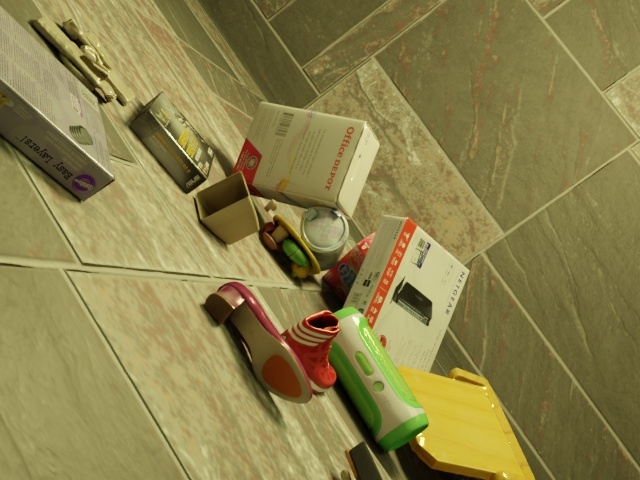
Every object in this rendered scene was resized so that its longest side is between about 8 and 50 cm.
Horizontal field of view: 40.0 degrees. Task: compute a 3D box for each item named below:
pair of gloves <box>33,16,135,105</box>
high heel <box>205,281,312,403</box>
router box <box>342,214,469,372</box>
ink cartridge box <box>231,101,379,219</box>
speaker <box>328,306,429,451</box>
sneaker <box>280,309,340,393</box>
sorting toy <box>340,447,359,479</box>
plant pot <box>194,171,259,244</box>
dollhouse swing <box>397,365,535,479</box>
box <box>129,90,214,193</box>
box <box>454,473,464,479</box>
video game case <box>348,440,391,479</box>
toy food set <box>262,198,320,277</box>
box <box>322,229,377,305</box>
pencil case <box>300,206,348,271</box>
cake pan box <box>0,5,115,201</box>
[{"bbox_3d":[-0.449,-0.355,1.722,0.204,0.042,0.240,53,9,-6],"label":"pair of gloves"},{"bbox_3d":[-0.090,0.169,1.483,0.244,0.082,0.117,42,18,8],"label":"high heel"},{"bbox_3d":[0.207,0.151,2.184,0.082,0.335,0.301,9,-20,47],"label":"router box"},{"bbox_3d":[-0.039,-0.201,2.195,0.306,0.226,0.131,16,-13,24],"label":"ink cartridge box"},{"bbox_3d":[0.104,0.290,1.855,0.296,0.131,0.131,57,10,20],"label":"speaker"},{"bbox_3d":[0.005,0.209,1.649,0.087,0.128,0.221,60,11,31],"label":"sneaker"},{"bbox_3d":[0.089,0.475,1.365,0.196,0.047,0.347,53,8,-29],"label":"sorting toy"},{"bbox_3d":[-0.181,-0.057,1.795,0.096,0.109,0.109,62,3,-35],"label":"plant pot"},{"bbox_3d":[0.291,0.504,2.071,0.305,0.315,0.347,4,35,-17],"label":"dollhouse swing"},{"bbox_3d":[-0.307,-0.212,1.857,0.183,0.056,0.231,52,9,-16],"label":"box"},{"bbox_3d":[0.380,0.616,2.328,0.081,0.028,0.136,51,12,-15],"label":"box"},{"bbox_3d":[0.140,0.448,1.325,0.248,0.035,0.275,56,-2,-7],"label":"video game case"},{"bbox_3d":[-0.091,0.012,2.111,0.218,0.071,0.128,54,-15,-9],"label":"toy food set"},{"bbox_3d":[0.125,0.076,2.349,0.128,0.123,0.257,54,-30,6],"label":"box"},{"bbox_3d":[0.000,0.000,2.205,0.124,0.113,0.273,32,-13,6],"label":"pencil case"},{"bbox_3d":[-0.420,-0.215,1.289,0.246,0.070,0.267,48,11,-42],"label":"cake pan box"}]
